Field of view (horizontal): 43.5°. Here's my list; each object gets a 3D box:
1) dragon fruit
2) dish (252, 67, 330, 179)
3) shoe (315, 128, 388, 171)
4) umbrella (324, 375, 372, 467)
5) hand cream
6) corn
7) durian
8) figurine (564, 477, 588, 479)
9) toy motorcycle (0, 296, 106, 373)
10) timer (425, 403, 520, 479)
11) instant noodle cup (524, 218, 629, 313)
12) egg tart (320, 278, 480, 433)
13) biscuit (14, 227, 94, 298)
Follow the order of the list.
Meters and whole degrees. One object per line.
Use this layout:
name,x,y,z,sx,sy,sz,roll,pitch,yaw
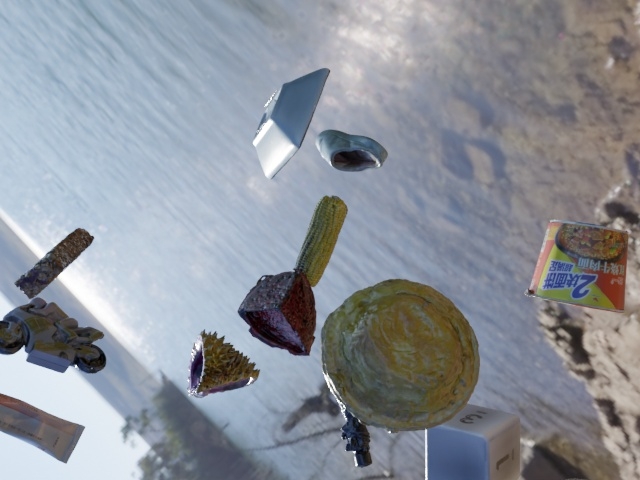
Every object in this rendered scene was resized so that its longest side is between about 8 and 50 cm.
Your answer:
dragon fruit,-0.074,0.154,1.679,0.121,0.127,0.161,-4,126,42
dish,-0.075,-0.244,1.621,0.080,0.181,0.243,23,163,-11
shoe,0.061,-0.216,2.033,0.251,0.100,0.103,13,147,51
umbrella,0.076,0.384,1.759,0.071,0.080,0.224,31,-139,-57
hand cream,-0.428,0.246,1.125,0.216,0.052,0.038,40,-175,-37
corn,0.000,0.000,1.718,0.072,0.203,0.072,20,-179,0
durian,-0.225,0.297,1.846,0.187,0.153,0.260,18,161,-24
figurine,0.495,0.750,1.988,0.378,0.266,0.361,-8,131,17
toy motorcycle,-0.509,0.172,1.505,0.225,0.073,0.152,20,-146,-33
timer,0.414,0.570,2.174,0.192,0.195,0.194,5,102,39
instant noodle cup,0.551,0.051,1.693,0.213,0.174,0.213,9,180,0
egg tart,0.157,0.207,1.512,0.319,0.319,0.128,44,162,8
biscuit,-0.360,0.027,1.096,0.034,0.064,0.199,48,-174,-11
